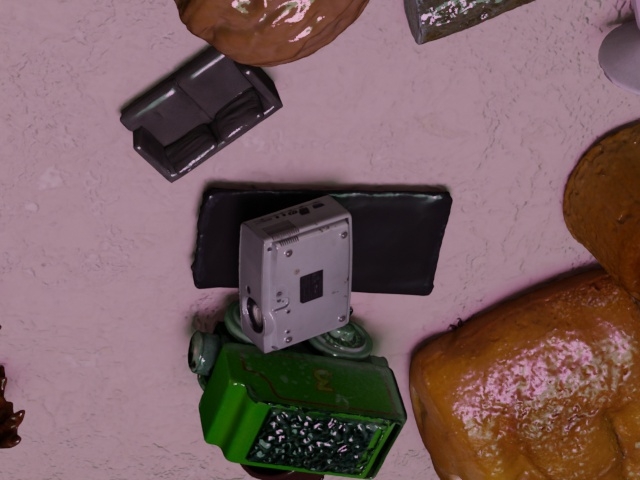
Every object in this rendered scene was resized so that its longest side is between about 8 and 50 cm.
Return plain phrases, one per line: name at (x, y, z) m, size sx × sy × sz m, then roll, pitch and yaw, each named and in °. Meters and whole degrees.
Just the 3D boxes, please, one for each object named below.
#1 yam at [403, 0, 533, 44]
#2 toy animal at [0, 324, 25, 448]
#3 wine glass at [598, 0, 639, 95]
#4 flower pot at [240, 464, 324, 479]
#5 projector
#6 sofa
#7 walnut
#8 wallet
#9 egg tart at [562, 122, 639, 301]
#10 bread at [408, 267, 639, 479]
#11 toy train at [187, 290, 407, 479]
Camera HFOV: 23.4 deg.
yam at (0.163, -0.256, 1.512) m, size 0.179 × 0.078 × 0.078 m, roll -21°, pitch 131°, yaw 9°
toy animal at (-0.438, 0.186, 1.706) m, size 0.185 × 0.122 × 0.298 m, roll 14°, pitch 132°, yaw -36°
wine glass at (0.342, -0.250, 1.507) m, size 0.165 × 0.165 × 0.196 m, roll -13°, pitch 134°, yaw -3°
flower pot at (-0.036, 0.253, 1.876) m, size 0.111 × 0.111 × 0.089 m, roll -27°, pitch 145°, yaw 10°
projector at (-0.024, 0.038, 1.653) m, size 0.115 × 0.061 × 0.147 m, roll -18°, pitch 127°, yaw -26°
sofa at (-0.121, -0.129, 1.557) m, size 0.147 × 0.060 × 0.085 m, roll -32°, pitch 128°, yaw 14°
walnut at (-0.045, -0.259, 1.390) m, size 0.213 × 0.213 × 0.213 m, roll -7°, pitch 130°, yaw -8°
wallet at (0.000, 0.001, 1.714) m, size 0.285 × 0.030 × 0.146 m, roll 1°, pitch 130°, yaw -14°
egg tart at (0.384, -0.018, 1.712) m, size 0.203 × 0.147 × 0.202 m, roll -8°, pitch 132°, yaw -8°
bread at (0.289, 0.212, 1.878) m, size 0.337 × 0.148 × 0.328 m, roll -23°, pitch 130°, yaw 5°
toy train at (-0.029, 0.168, 1.742) m, size 0.243 × 0.188 × 0.132 m, roll 11°, pitch 125°, yaw -20°
